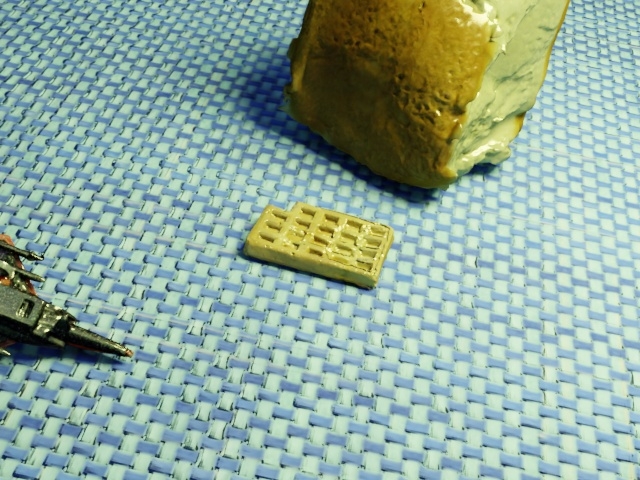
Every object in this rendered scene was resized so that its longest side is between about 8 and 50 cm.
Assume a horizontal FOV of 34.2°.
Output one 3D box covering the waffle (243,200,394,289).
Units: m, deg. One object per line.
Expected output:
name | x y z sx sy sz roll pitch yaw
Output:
waffle | 0.000 0.000 1.016 0.135 0.021 0.092 16 40 8

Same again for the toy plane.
toy plane | -0.245 0.061 0.857 0.189 0.061 0.130 15 61 5

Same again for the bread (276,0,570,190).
bread | 0.123 -0.225 1.136 0.250 0.279 0.225 30 29 24
